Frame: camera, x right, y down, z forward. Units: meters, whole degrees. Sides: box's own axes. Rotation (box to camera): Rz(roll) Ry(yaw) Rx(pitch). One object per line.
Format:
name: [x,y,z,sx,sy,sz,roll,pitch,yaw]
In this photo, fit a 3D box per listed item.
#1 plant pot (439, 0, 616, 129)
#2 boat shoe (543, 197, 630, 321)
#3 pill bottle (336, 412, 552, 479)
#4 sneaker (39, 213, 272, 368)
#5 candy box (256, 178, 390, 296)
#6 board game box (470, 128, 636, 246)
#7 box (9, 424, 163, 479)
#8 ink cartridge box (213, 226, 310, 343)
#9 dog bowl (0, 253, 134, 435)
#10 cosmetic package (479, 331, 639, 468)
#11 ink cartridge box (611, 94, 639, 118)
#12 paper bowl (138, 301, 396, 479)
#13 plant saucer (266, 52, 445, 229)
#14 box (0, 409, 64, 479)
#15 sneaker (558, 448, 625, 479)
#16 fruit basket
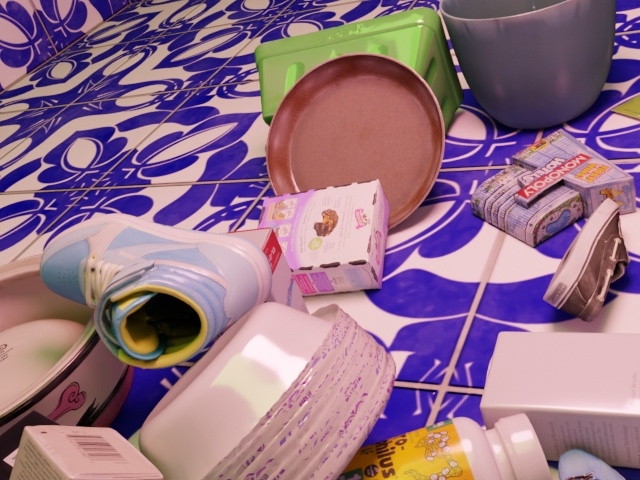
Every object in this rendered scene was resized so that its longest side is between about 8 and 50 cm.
plant pot: [0.377,-0.340,1.359,0.292,0.235,0.293,-14,32,9]
boat shoe: [0.349,0.026,0.979,0.070,0.078,0.219,33,48,12]
pill bottle: [0.109,0.238,0.735,0.208,0.118,0.118,-18,31,4]
sneaker: [-0.238,0.057,0.906,0.318,0.127,0.208,1,20,19]
candy box: [0.000,0.000,1.178,0.196,0.070,0.165,-7,47,21]
board game box: [0.351,-0.075,1.135,0.194,0.060,0.194,-30,32,-15]
box: [-0.240,0.314,0.687,0.113,0.094,0.275,21,95,48]
ink cartridge box: [-0.101,0.076,1.051,0.127,0.175,0.072,-7,36,22]
dog bowl: [-0.450,0.195,1.094,0.407,0.150,0.408,-15,32,10]
cosmetic package: [0.292,0.160,0.785,0.231,0.086,0.117,-3,35,29]
ink cartridge box: [0.634,-0.284,1.259,0.255,0.097,0.189,-29,32,-15]
paper bowl: [-0.069,0.176,0.781,0.284,0.148,0.284,-44,4,4]
plant saucer: [0.058,-0.153,1.277,0.310,0.311,0.050,-6,-8,22]
box: [-0.276,0.288,0.833,0.155,0.158,0.093,10,37,42]
sneaker: [0.244,0.230,0.686,0.063,0.073,0.162,-31,13,11]
fruit basket: [0.085,-0.321,1.503,0.391,0.283,0.392,-13,49,16]
